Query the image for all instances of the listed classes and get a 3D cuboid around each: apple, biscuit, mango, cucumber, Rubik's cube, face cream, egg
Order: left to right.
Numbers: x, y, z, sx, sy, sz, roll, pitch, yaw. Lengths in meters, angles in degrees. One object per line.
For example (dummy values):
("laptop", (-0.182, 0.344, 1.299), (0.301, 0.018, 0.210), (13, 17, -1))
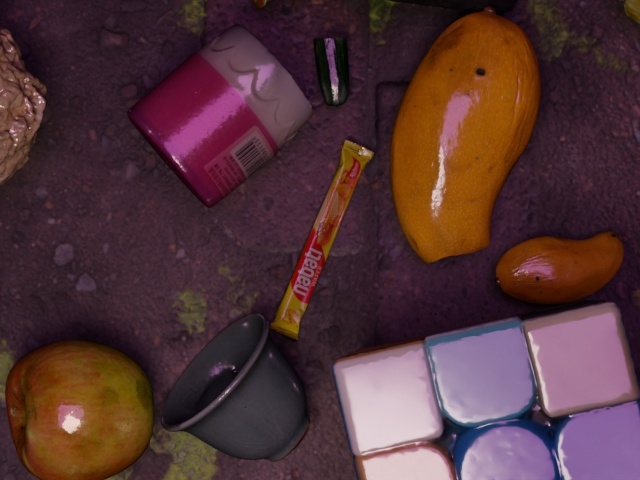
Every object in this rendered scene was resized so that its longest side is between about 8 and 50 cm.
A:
("egg", (-0.516, -0.192, 1.595), (0.310, 0.279, 0.279), (22, 84, -13))
("apple", (-0.311, 0.222, 1.604), (0.196, 0.196, 0.196), (0, 85, -3))
("face cream", (-0.133, -0.167, 1.653), (0.195, 0.175, 0.175), (-41, 88, -6))
("biscuit", (0.000, 0.000, 1.721), (0.048, 0.026, 0.292), (24, 84, -20))
("cucumber", (0.019, -0.238, 1.732), (0.048, 0.048, 0.105), (-7, 88, -4))
("mango", (0.191, -0.142, 1.684), (0.187, 0.144, 0.359), (20, 90, -12))
("Rubik's cube", (0.226, 0.271, 1.528), (0.344, 0.347, 0.346), (-13, 84, 7))
("mango", (0.333, 0.039, 1.713), (0.190, 0.075, 0.098), (-10, 91, -10))

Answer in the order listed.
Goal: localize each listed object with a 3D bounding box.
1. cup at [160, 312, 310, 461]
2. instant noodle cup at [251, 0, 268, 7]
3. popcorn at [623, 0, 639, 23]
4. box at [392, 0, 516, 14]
("cup", (-0.091, 0.217, 1.636), (0.150, 0.199, 0.199), (44, 84, -17))
("instant noodle cup", (-0.023, -0.428, 1.699), (0.185, 0.168, 0.168), (-20, 86, -13))
("popcorn", (0.512, -0.388, 1.702), (0.198, 0.212, 0.198), (13, 64, -29))
("box", (0.132, -0.489, 1.659), (0.350, 0.091, 0.359), (-2, 84, -41))
